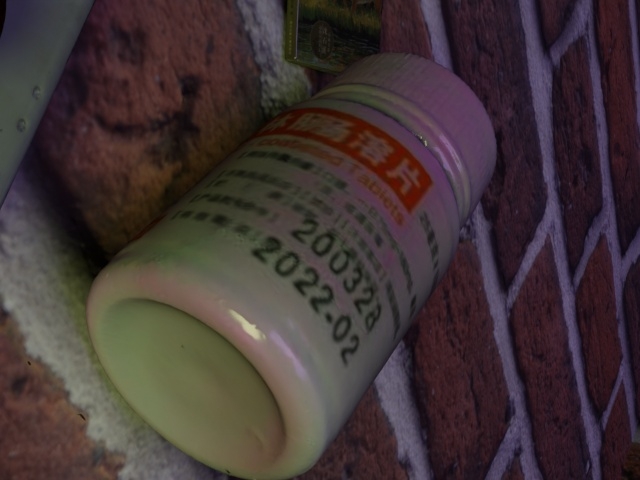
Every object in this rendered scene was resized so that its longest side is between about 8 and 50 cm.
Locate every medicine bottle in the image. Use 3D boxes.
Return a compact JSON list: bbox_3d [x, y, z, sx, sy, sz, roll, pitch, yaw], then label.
[{"bbox_3d":[0.000,0.000,0.730,0.388,0.219,0.219,-48,132,-41],"label":"medicine bottle"}]

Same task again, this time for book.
[{"bbox_3d":[0.019,-0.296,0.893,0.160,0.024,0.228,-2,97,-54],"label":"book"}]

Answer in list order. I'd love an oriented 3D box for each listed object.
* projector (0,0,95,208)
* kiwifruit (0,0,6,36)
[{"bbox_3d":[-0.248,-0.140,0.432,0.250,0.108,0.198,43,58,-50],"label":"projector"},{"bbox_3d":[-0.183,-0.133,0.371,0.075,0.075,0.124,-28,122,-52],"label":"kiwifruit"}]
